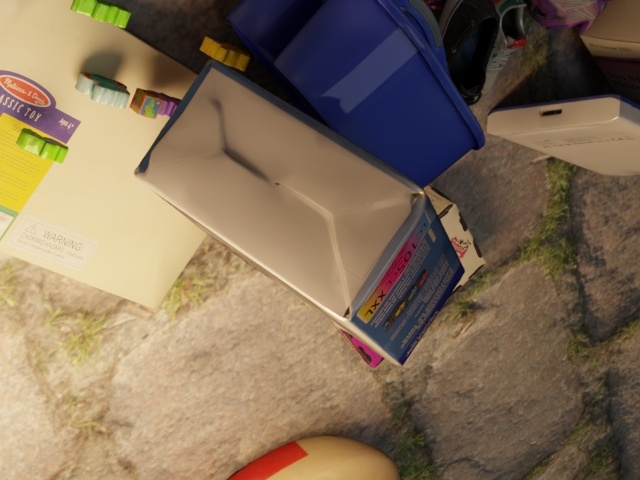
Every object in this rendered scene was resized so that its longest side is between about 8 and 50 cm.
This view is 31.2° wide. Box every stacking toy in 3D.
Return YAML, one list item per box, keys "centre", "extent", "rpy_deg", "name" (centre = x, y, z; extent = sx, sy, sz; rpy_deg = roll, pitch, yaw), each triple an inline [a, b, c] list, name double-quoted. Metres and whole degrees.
- centre: [-0.190, -0.148, 1.175]
  extent: [0.221, 0.052, 0.167]
  rpy_deg: [12, 109, -43]
  name: "stacking toy"

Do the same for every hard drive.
- centre: [0.422, -0.147, 1.666]
  extent: [0.319, 0.210, 0.040]
  rpy_deg: [12, 80, -45]
  name: "hard drive"

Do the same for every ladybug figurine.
- centre: [-0.085, 0.450, 1.706]
  extent: [0.449, 0.162, 0.305]
  rpy_deg: [-36, 138, -15]
  name: "ladybug figurine"

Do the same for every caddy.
- centre: [0.056, -0.197, 1.283]
  extent: [0.179, 0.241, 0.341]
  rpy_deg: [-41, 139, 2]
  name: "caddy"

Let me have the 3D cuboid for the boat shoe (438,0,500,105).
- centre: [0.182, -0.215, 1.476]
  extent: [0.080, 0.076, 0.228]
  rpy_deg: [-7, 135, -25]
  name: "boat shoe"

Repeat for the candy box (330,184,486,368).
- centre: [0.114, 0.051, 1.644]
  extent: [0.233, 0.071, 0.159]
  rpy_deg: [-42, 138, -7]
  name: "candy box"

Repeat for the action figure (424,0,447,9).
- centre: [0.157, -0.310, 1.443]
  extent: [0.115, 0.030, 0.038]
  rpy_deg: [-13, 133, -31]
  name: "action figure"

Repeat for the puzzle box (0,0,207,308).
- centre: [-0.255, -0.100, 1.228]
  extent: [0.409, 0.052, 0.272]
  rpy_deg: [28, 100, -48]
  name: "puzzle box"

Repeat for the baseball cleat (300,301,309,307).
- centre: [0.000, 0.000, 1.508]
  extent: [0.109, 0.072, 0.206]
  rpy_deg: [-32, 137, -18]
  name: "baseball cleat"

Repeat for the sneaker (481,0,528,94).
- centre: [0.231, -0.256, 1.509]
  extent: [0.057, 0.075, 0.161]
  rpy_deg: [-15, 129, -32]
  name: "sneaker"

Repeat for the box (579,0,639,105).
- centre: [0.496, -0.269, 1.641]
  extent: [0.232, 0.149, 0.126]
  rpy_deg: [40, 72, -45]
  name: "box"

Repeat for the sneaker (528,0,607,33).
- centre: [0.307, -0.330, 1.512]
  extent: [0.236, 0.095, 0.104]
  rpy_deg: [5, 124, -44]
  name: "sneaker"

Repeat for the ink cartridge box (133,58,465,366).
- centre: [0.000, -0.007, 1.248]
  extent: [0.151, 0.270, 0.395]
  rpy_deg: [-54, 162, -6]
  name: "ink cartridge box"
